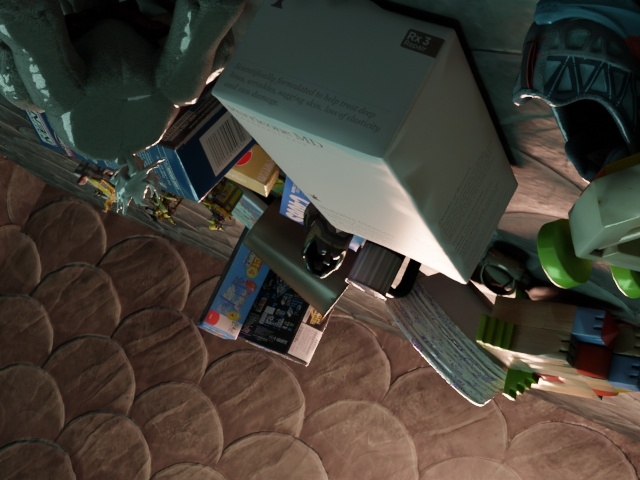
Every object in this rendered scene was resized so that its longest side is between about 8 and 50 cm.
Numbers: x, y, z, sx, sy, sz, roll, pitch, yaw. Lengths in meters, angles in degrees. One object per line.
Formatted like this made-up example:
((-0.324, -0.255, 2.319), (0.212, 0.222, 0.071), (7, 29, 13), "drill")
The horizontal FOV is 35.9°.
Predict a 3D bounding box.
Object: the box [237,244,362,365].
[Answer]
((-0.054, 0.120, 2.255), (0.073, 0.293, 0.295), (31, 169, -24), "box")

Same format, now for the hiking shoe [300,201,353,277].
((0.000, 0.000, 1.543), (0.086, 0.114, 0.227), (27, 170, -3), "hiking shoe")

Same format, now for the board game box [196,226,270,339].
((-0.192, 0.089, 2.416), (0.086, 0.308, 0.302), (27, 171, -7), "board game box")

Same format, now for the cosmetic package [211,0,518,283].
((0.069, -0.109, 1.107), (0.217, 0.156, 0.385), (24, 171, 29), "cosmetic package")

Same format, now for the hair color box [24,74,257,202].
((-0.265, -0.190, 1.454), (0.347, 0.174, 0.105), (19, 145, 34), "hair color box")

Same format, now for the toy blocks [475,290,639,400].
((0.466, 0.202, 1.751), (0.261, 0.190, 0.381), (6, 162, 31), "toy blocks")

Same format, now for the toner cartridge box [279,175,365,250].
((0.022, -0.072, 1.676), (0.165, 0.075, 0.348), (25, 170, 0), "toner cartridge box")

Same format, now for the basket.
((-0.033, 0.026, 2.032), (0.227, 0.154, 0.204), (38, 153, 3), "basket")

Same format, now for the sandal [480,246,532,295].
((0.307, 0.063, 1.661), (0.090, 0.060, 0.219), (25, 177, 12), "sandal")

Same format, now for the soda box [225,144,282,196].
((-0.153, -0.141, 1.602), (0.181, 0.058, 0.061), (27, 166, 7), "soda box")

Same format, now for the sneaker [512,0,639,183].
((0.248, -0.092, 0.801), (0.262, 0.125, 0.104), (31, 170, -26), "sneaker")

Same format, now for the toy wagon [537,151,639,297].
((0.352, -0.017, 0.794), (0.267, 0.068, 0.344), (-21, 160, 40), "toy wagon")

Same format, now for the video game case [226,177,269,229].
((-0.153, -0.062, 2.186), (0.201, 0.023, 0.183), (41, 163, -6), "video game case")

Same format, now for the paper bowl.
((0.268, 0.168, 1.908), (0.284, 0.148, 0.284), (45, -170, -10), "paper bowl")

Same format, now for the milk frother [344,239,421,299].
((0.136, 0.039, 1.786), (0.129, 0.134, 0.143), (27, 171, -8), "milk frother")

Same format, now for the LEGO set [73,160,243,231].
((-0.337, -0.106, 2.018), (0.255, 0.192, 0.331), (22, 163, 35), "LEGO set")

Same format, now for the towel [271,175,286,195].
((-0.021, -0.072, 1.957), (0.237, 0.021, 0.102), (29, 171, -16), "towel")

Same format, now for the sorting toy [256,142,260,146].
((-0.209, -0.213, 1.644), (0.307, 0.041, 0.229), (23, 170, 23), "sorting toy")

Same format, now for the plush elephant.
((-0.251, -0.230, 1.159), (0.330, 0.272, 0.255), (97, 154, -47), "plush elephant")
